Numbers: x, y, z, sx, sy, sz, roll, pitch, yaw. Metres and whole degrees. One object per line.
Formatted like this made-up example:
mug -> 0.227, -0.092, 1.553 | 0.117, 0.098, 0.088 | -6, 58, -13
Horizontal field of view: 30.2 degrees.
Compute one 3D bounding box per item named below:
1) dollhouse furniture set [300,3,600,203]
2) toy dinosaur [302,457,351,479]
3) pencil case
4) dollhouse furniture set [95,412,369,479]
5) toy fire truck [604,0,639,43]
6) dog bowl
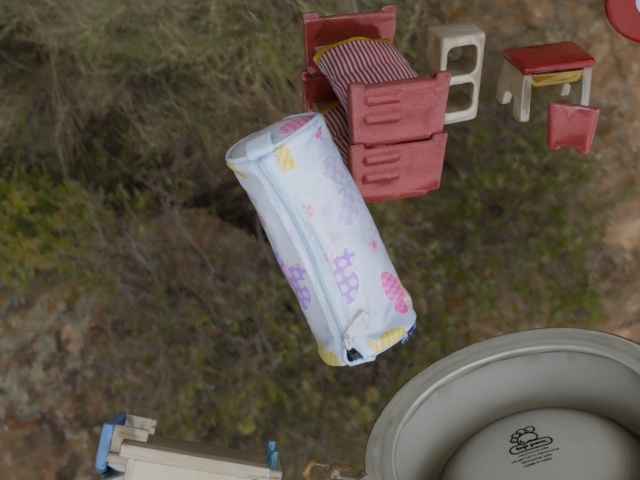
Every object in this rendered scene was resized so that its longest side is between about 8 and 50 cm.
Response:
dollhouse furniture set -> 0.176, -0.181, 1.397 | 0.374, 0.201, 0.152 | -10, 126, -16
toy dinosaur -> -0.014, 0.374, 1.738 | 0.064, 0.211, 0.112 | 16, 93, -59
pencil case -> 0.000, 0.000, 1.261 | 0.124, 0.113, 0.273 | -45, 116, -52
dollhouse furniture set -> -0.097, 0.305, 1.205 | 0.286, 0.303, 0.198 | 11, 86, -5
toy fire truck -> 0.398, -0.357, 1.204 | 0.302, 0.169, 0.254 | -5, 125, 23
dog bowl -> 0.268, 0.290, 1.468 | 0.408, 0.408, 0.150 | -26, 120, -11
